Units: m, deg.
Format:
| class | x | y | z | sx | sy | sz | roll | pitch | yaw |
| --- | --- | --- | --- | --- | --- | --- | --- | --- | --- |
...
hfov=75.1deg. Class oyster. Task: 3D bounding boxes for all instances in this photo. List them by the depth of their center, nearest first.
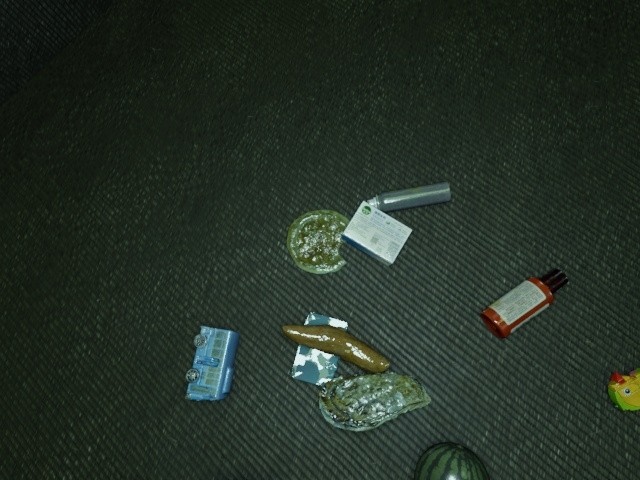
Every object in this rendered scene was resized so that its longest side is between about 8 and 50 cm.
| class | x | y | z | sx | sy | sz | roll | pitch | yaw |
| --- | --- | --- | --- | --- | --- | --- | --- | --- | --- |
| oyster | 0.171 | 0.485 | 1.266 | 0.352 | 0.158 | 0.162 | -2 | 72 | -5 |

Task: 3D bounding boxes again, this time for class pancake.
| class | x | y | z | sx | sy | sz | roll | pitch | yaw |
| --- | --- | --- | --- | --- | --- | --- | --- | --- | --- |
| pancake | 0.000 | 0.000 | 1.475 | 0.254 | 0.037 | 0.253 | -1 | 75 | 4 |

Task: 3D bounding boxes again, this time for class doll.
| class | x | y | z | sx | sy | sz | roll | pitch | yaw |
| --- | --- | --- | --- | --- | --- | --- | --- | --- | --- |
| doll | 0.932 | 0.435 | 1.193 | 0.187 | 0.106 | 0.134 | -3 | 85 | 7 |

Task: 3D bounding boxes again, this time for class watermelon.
| class | x | y | z | sx | sy | sz | roll | pitch | yaw |
| --- | --- | --- | --- | --- | --- | --- | --- | --- | --- |
| watermelon | 0.365 | 0.672 | 1.152 | 0.213 | 0.212 | 0.211 | -2 | 74 | 7 |

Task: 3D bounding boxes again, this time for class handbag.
| class | x | y | z | sx | sy | sz | roll | pitch | yaw |
| --- | --- | --- | --- | --- | --- | --- | --- | --- | --- |
| handbag | -0.001 | 0.359 | 1.370 | 0.144 | 0.057 | 0.220 | 15 | 76 | 4 |

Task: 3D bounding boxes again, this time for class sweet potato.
| class | x | y | z | sx | sy | sz | roll | pitch | yaw |
| --- | --- | --- | --- | --- | --- | --- | --- | --- | --- |
| sweet potato | 0.048 | 0.318 | 1.299 | 0.342 | 0.114 | 0.092 | 20 | 101 | 4 |

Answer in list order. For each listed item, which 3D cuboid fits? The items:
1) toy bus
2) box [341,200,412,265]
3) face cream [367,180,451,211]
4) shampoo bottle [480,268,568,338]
| class | x | y | z | sx | sy | sz | roll | pitch | yaw |
| --- | --- | --- | --- | --- | --- | --- | --- | --- | --- |
| toy bus | -0.350 | 0.407 | 1.367 | 0.134 | 0.116 | 0.233 | 7 | 74 | 6 |
| box | 0.189 | -0.023 | 1.420 | 0.194 | 0.073 | 0.139 | 31 | 79 | 5 |
| face cream | 0.307 | -0.148 | 1.456 | 0.284 | 0.073 | 0.073 | -10 | 73 | 5 |
| shampoo bottle | 0.645 | 0.187 | 1.301 | 0.278 | 0.104 | 0.104 | -34 | 73 | -3 |
